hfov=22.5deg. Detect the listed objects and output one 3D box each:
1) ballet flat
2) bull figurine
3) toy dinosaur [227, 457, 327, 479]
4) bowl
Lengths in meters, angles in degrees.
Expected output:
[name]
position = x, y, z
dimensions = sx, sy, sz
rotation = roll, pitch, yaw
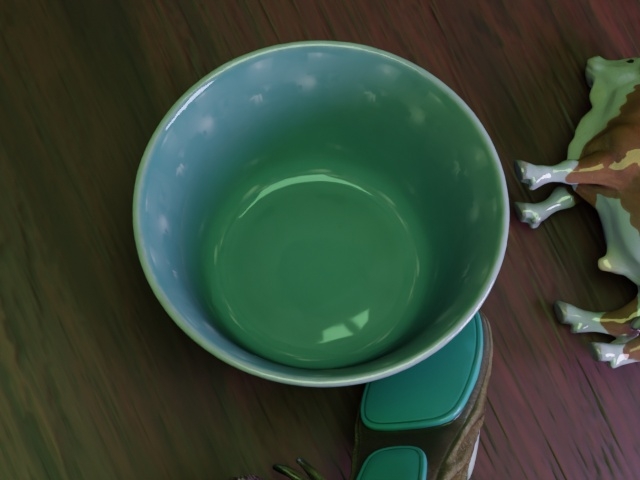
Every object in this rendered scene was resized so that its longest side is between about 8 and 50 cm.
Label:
[ballet flat]
position = 0.088, 0.198, 1.389
dimensions = 0.116, 0.124, 0.342
rotation = -6, 37, 19
[bull figurine]
position = 0.287, -0.029, 1.503
dimensions = 0.188, 0.101, 0.310
rotation = -21, 79, -9
[toy dinosaur]
position = -0.043, 0.251, 1.325
dimensions = 0.127, 0.295, 0.200
rotation = 23, 71, 27
[bowl]
position = 0.000, 0.000, 1.400
dimensions = 0.312, 0.163, 0.311
rotation = 0, 68, -1
